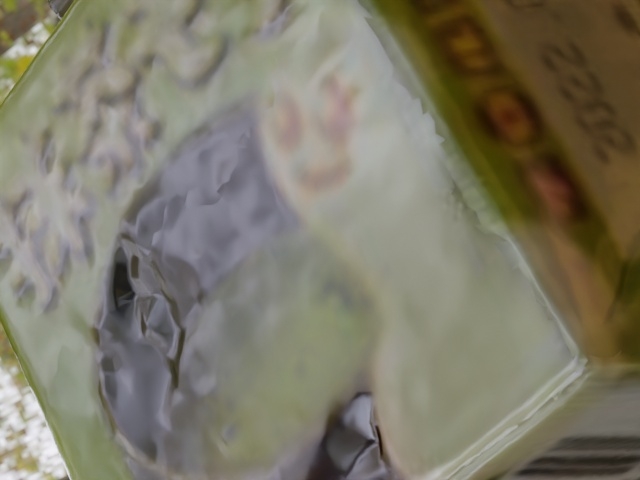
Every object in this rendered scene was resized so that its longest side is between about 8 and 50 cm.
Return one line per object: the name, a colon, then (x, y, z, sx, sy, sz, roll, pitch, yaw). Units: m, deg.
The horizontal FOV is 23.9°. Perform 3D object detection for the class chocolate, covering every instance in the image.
chocolate: (0.000, 0.000, 0.595, 0.137, 0.301, 0.289, -4, -122, -46)

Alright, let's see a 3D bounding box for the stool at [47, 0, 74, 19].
stool: (-0.182, -0.289, 1.266, 0.310, 0.226, 0.310, 45, -177, -40)
